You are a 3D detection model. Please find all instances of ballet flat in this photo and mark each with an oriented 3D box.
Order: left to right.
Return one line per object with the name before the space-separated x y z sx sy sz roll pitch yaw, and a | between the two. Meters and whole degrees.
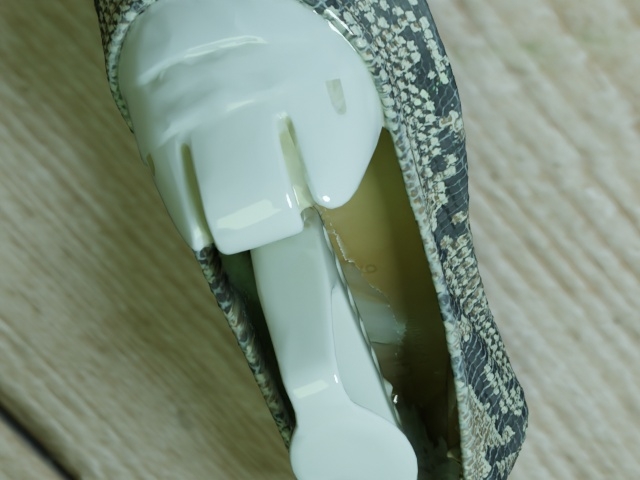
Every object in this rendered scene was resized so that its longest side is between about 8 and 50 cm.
ballet flat | 0.000 0.000 0.928 0.164 0.182 0.483 -9 126 18
